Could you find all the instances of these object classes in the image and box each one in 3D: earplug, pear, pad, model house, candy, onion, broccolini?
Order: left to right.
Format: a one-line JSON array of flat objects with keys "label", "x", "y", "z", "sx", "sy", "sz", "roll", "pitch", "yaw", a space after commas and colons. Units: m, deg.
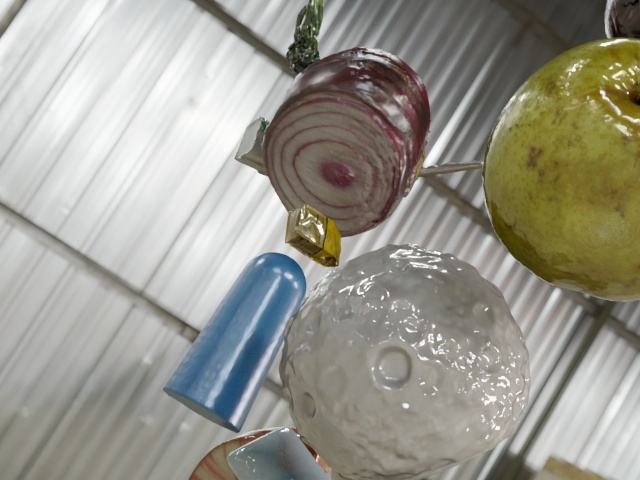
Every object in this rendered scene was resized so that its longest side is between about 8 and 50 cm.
[{"label": "earplug", "x": -0.114, "y": 0.141, "z": 1.922, "sx": 0.132, "sy": 0.273, "sz": 0.132, "roll": 28, "pitch": -14, "yaw": 8}, {"label": "model house", "x": -0.094, "y": -0.176, "z": 2.416, "sx": 0.100, "sy": 0.087, "sz": 0.101, "roll": 25, "pitch": -13, "yaw": -17}, {"label": "candy", "x": -0.060, "y": 0.399, "z": 2.119, "sx": 0.174, "sy": 0.138, "sz": 0.071, "roll": 49, "pitch": -36, "yaw": 28}, {"label": "broccolini", "x": -0.024, "y": -0.396, "z": 2.292, "sx": 0.068, "sy": 0.202, "sz": 0.091, "roll": 1, "pitch": -14, "yaw": 22}, {"label": "onion", "x": 0.053, "y": -0.190, "z": 2.247, "sx": 0.282, "sy": 0.260, "sz": 0.336, "roll": 17, "pitch": -52, "yaw": 9}, {"label": "pad", "x": 0.183, "y": -0.134, "z": 2.545, "sx": 0.287, "sy": 0.018, "sz": 0.284, "roll": -10, "pitch": 5, "yaw": -17}, {"label": "pear", "x": 0.330, "y": -0.089, "z": 1.449, "sx": 0.304, "sy": 0.304, "sz": 0.304, "roll": 31, "pitch": -9, "yaw": 5}]

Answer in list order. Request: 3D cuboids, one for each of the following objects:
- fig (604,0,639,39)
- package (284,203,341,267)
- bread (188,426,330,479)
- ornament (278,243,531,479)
[{"label": "fig", "x": 0.497, "y": -0.368, "z": 1.799, "sx": 0.186, "sy": 0.249, "sz": 0.204, "roll": 5, "pitch": -14, "yaw": -27}, {"label": "package", "x": 0.000, "y": 0.000, "z": 2.145, "sx": 0.047, "sy": 0.071, "sz": 0.131, "roll": -28, "pitch": -50, "yaw": 37}, {"label": "bread", "x": -0.103, "y": 0.512, "z": 2.311, "sx": 0.295, "sy": 0.327, "sz": 0.114, "roll": -17, "pitch": -7, "yaw": 24}, {"label": "ornament", "x": 0.107, "y": 0.163, "z": 1.707, "sx": 0.337, "sy": 0.337, "sz": 0.337, "roll": 31, "pitch": -9, "yaw": 5}]
